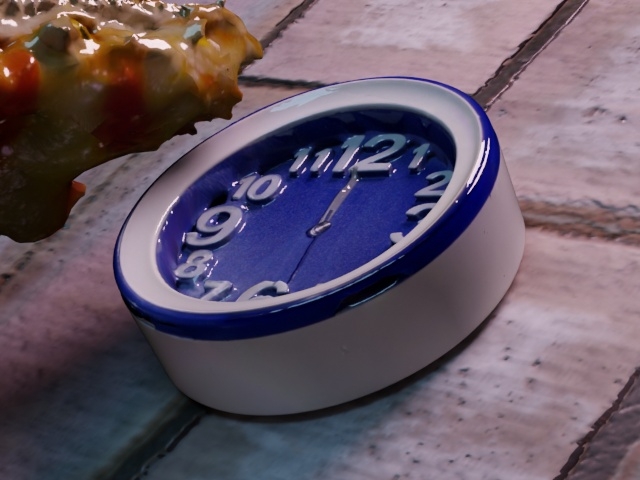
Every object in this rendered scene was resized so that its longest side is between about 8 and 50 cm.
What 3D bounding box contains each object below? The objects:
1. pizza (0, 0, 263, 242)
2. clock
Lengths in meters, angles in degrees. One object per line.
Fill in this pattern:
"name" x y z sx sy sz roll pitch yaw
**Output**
"pizza" -0.221 -0.052 1.031 0.406 0.440 0.130 -16 69 -7
"clock" 0.000 0.000 1.030 0.230 0.083 0.230 -18 29 11
